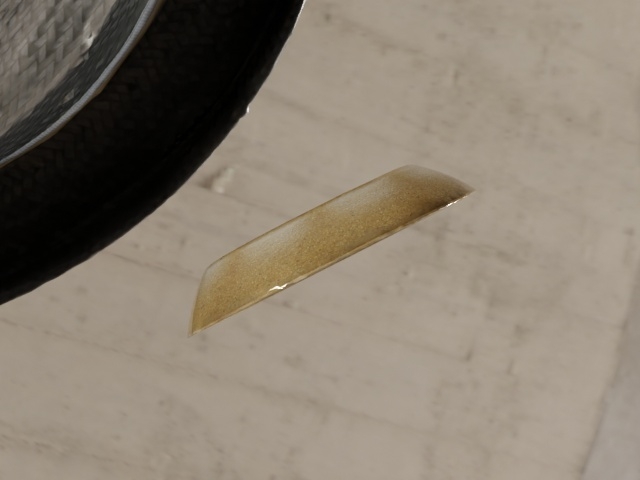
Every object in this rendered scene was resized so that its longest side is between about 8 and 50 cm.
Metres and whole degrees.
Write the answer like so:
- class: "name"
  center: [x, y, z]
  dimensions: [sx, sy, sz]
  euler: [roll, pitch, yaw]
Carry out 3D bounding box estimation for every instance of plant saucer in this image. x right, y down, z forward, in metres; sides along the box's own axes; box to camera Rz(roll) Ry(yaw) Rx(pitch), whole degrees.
- class: "plant saucer"
  center: [0.000, 0.000, 0.442]
  dimensions: [0.083, 0.083, 0.015]
  euler: [-26, -91, -25]

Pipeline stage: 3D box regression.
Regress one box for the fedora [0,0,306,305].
- class: "fedora"
  center: [-0.155, -0.090, 0.462]
  dimensions: [0.334, 0.152, 0.334]
  euler: [-1, -69, -3]
